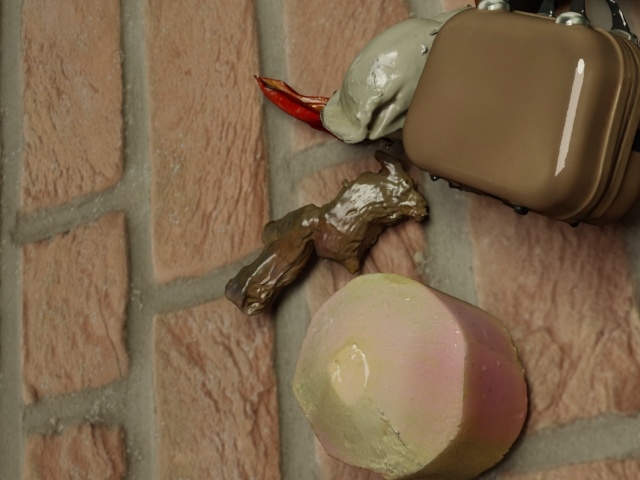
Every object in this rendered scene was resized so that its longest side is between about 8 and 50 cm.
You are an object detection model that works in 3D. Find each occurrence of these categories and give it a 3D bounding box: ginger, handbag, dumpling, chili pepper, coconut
[{"bbox_3d":[0.002,-0.001,1.897,0.290,0.084,0.122,-31,82,19],"label":"ginger"},{"bbox_3d":[0.247,-0.173,1.676,0.302,0.149,0.283,24,102,55],"label":"handbag"},{"bbox_3d":[0.096,-0.207,1.860,0.247,0.142,0.172,-41,28,-15],"label":"dumpling"},{"bbox_3d":[0.003,-0.164,1.951,0.268,0.059,0.050,26,132,39],"label":"chili pepper"},{"bbox_3d":[0.091,0.159,1.669,0.233,0.245,0.233,-11,70,34],"label":"coconut"}]

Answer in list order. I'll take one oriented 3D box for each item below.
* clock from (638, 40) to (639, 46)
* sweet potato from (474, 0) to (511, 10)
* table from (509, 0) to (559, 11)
[{"bbox_3d":[0.527,-0.184,1.585,0.386,0.076,0.386,-11,69,31],"label":"clock"},{"bbox_3d":[0.215,-0.349,1.865,0.058,0.055,0.202,-38,54,53],"label":"sweet potato"},{"bbox_3d":[0.251,-0.347,1.812,0.133,0.043,0.133,-2,75,6],"label":"table"}]
